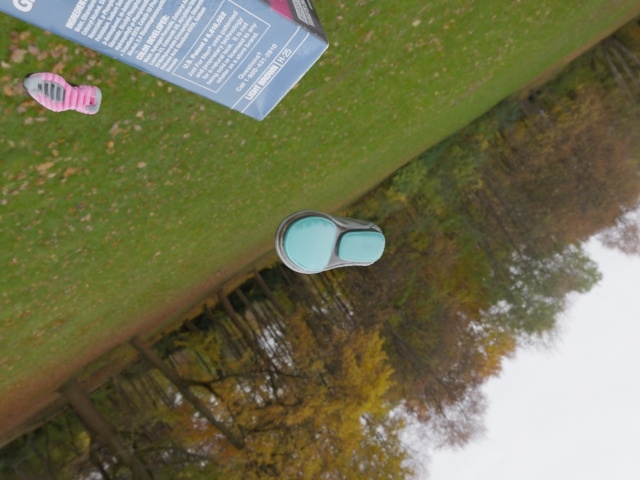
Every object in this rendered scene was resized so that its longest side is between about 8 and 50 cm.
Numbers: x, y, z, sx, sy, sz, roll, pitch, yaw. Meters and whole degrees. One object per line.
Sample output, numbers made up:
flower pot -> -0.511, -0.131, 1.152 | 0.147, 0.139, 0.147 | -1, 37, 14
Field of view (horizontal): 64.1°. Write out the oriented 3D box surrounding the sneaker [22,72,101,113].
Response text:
sneaker -> -0.354, -0.199, 0.685 | 0.119, 0.057, 0.047 | -8, 118, -73

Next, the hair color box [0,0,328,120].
hair color box -> -0.165, -0.235, 0.372 | 0.347, 0.173, 0.105 | 13, 138, -45

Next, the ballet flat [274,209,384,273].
ballet flat -> 0.000, 0.000, 0.613 | 0.068, 0.072, 0.213 | 19, -172, 36
